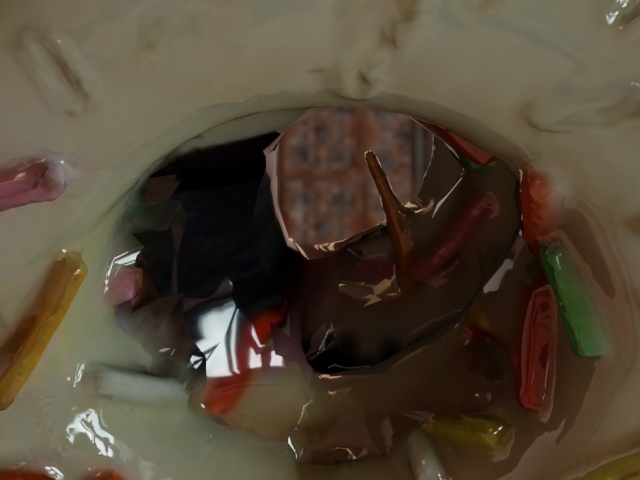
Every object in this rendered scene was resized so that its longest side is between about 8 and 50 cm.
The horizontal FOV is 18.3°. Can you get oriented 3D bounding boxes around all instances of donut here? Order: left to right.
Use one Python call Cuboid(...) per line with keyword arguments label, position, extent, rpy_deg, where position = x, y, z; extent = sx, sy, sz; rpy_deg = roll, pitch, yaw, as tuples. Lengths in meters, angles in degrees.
Cuboid(label="donut", position=(0.000, 0.000, 0.636), extent=(0.383, 0.382, 0.142), rpy_deg=(0, -149, 1))
